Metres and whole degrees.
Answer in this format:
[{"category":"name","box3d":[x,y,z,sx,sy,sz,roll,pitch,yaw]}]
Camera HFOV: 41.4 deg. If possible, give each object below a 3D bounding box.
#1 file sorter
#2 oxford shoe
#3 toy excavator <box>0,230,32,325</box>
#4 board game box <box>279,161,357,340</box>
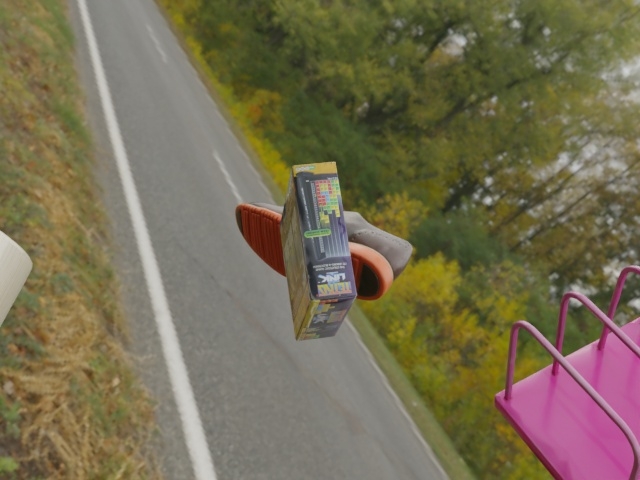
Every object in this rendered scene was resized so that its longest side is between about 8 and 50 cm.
[{"category":"file sorter","box3d":[0.365,0.131,0.889,0.202,0.290,0.182,53,-20,40]},{"category":"oxford shoe","box3d":[0.000,0.000,1.175,0.271,0.098,0.097,23,-46,29]},{"category":"toy excavator","box3d":[-0.486,0.044,0.888,0.433,0.222,0.445,20,-23,4]},{"category":"board game box","box3d":[-0.006,0.017,0.883,0.170,0.048,0.141,110,-28,-70]}]
